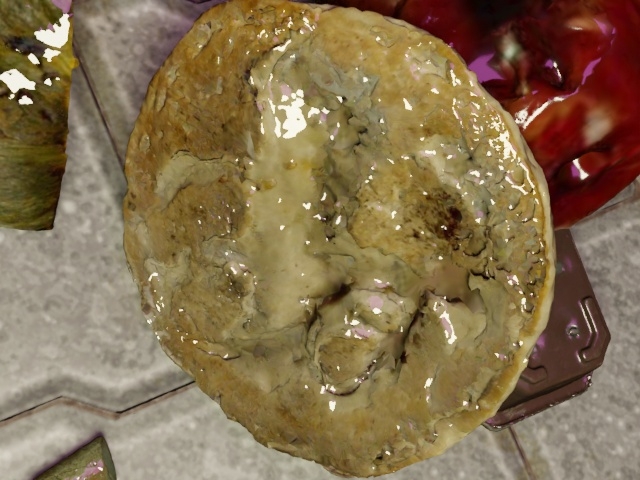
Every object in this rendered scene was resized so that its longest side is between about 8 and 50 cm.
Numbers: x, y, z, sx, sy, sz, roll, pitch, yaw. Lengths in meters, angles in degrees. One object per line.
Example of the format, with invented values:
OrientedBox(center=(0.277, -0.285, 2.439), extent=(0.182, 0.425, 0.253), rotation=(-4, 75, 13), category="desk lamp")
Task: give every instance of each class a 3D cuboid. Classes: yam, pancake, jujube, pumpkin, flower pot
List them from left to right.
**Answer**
OrientedBox(center=(-0.276, -0.172, 0.825), extent=(0.148, 0.169, 0.312), rotation=(-6, 79, -22), category="pumpkin")
OrientedBox(center=(-0.204, 0.199, 0.832), extent=(0.094, 0.043, 0.043), rotation=(-33, 89, -21), category="yam")
OrientedBox(center=(0.000, 0.001, 0.801), extent=(0.387, 0.387, 0.082), rotation=(51, 34, -1), category="pancake")
OrientedBox(center=(0.139, -0.188, 0.892), extent=(0.277, 0.276, 0.377), rotation=(-3, 46, -19), category="jujube")
OrientedBox(center=(0.179, 0.041, 0.973), extent=(0.179, 0.084, 0.250), rotation=(-18, 83, -21), category="flower pot")
